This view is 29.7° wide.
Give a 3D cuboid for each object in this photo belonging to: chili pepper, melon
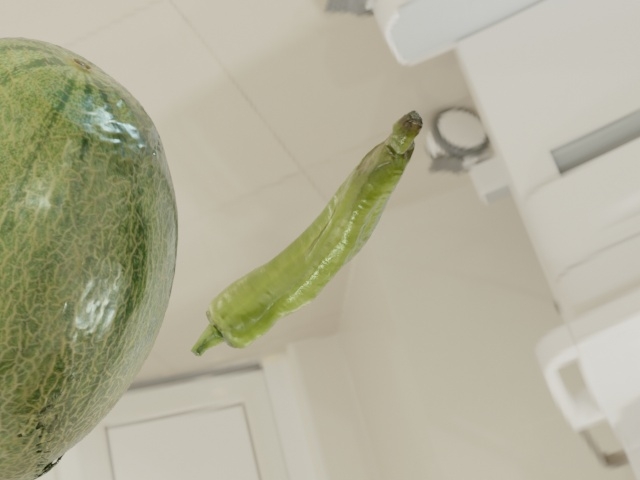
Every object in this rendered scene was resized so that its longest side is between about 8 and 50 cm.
[{"bbox_3d":[0.001,0.000,0.702,0.049,0.043,0.208,32,118,-24],"label":"chili pepper"},{"bbox_3d":[-0.129,0.017,0.459,0.139,0.139,0.192,15,111,-38],"label":"melon"}]
